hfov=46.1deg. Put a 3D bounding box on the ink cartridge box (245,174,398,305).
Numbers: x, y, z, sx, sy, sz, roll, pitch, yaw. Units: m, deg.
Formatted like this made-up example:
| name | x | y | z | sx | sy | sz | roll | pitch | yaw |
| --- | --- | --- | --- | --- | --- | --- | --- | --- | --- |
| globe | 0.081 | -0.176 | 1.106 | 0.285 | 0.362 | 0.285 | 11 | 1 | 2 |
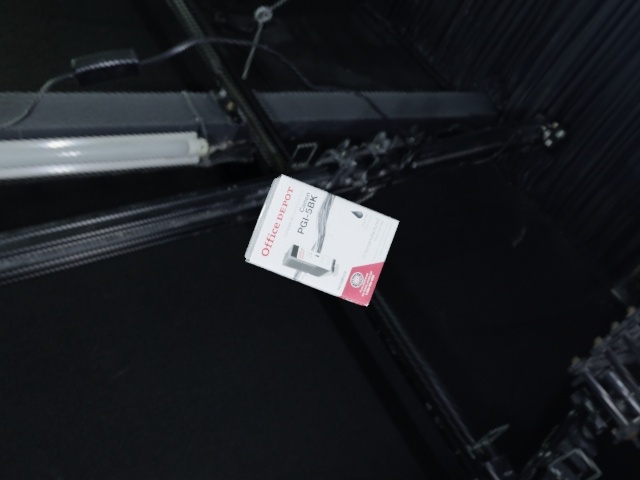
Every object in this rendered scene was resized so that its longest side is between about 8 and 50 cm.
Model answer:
| name | x | y | z | sx | sy | sz | roll | pitch | yaw |
| --- | --- | --- | --- | --- | --- | --- | --- | --- | --- |
| ink cartridge box | 0.000 | 0.000 | 0.798 | 0.135 | 0.099 | 0.056 | 21 | 177 | -9 |
